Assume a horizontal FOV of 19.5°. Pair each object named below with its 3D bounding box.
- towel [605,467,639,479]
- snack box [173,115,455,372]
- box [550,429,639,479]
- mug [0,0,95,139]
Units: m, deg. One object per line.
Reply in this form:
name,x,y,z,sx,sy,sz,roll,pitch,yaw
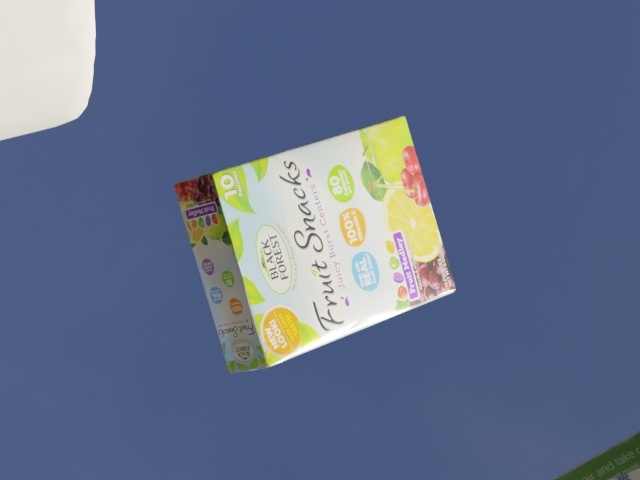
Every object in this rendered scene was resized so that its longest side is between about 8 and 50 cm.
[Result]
towel,0.212,0.215,1.161,0.285,0.209,0.034,-22,-54,1
snack box,0.000,0.000,0.962,0.037,0.141,0.100,-15,-87,48
box,0.273,0.289,1.324,0.232,0.058,0.322,-25,-120,-18
mug,-0.229,-0.102,0.386,0.328,0.374,0.276,-14,-58,-12
